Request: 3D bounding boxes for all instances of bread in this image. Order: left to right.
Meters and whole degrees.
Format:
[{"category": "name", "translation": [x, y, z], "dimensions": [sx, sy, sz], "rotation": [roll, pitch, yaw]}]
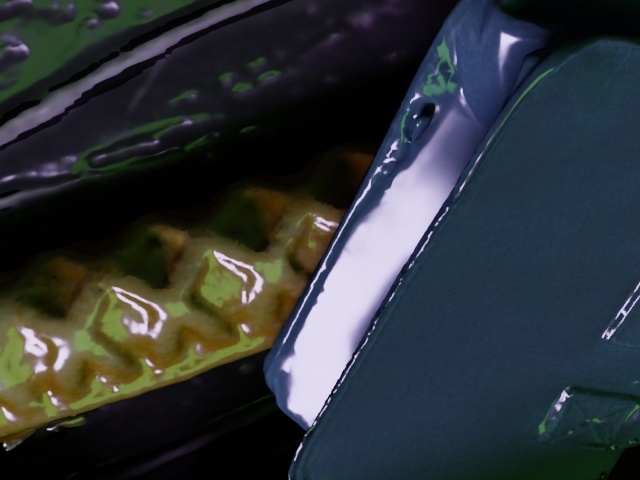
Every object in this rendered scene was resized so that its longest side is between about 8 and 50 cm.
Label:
[{"category": "bread", "translation": [0.000, 0.000, 0.640], "dimensions": [0.367, 0.077, 0.084], "rotation": [-19, 129, 2]}]

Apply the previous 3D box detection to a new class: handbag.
[{"category": "handbag", "translation": [0.094, 0.012, 0.588], "dimensions": [0.179, 0.062, 0.229], "rotation": [9, 126, -27]}]

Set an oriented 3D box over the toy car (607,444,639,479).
[{"category": "toy car", "translation": [0.155, 0.210, 0.802], "dimensions": [0.242, 0.226, 0.336], "rotation": [40, 128, -20]}]
